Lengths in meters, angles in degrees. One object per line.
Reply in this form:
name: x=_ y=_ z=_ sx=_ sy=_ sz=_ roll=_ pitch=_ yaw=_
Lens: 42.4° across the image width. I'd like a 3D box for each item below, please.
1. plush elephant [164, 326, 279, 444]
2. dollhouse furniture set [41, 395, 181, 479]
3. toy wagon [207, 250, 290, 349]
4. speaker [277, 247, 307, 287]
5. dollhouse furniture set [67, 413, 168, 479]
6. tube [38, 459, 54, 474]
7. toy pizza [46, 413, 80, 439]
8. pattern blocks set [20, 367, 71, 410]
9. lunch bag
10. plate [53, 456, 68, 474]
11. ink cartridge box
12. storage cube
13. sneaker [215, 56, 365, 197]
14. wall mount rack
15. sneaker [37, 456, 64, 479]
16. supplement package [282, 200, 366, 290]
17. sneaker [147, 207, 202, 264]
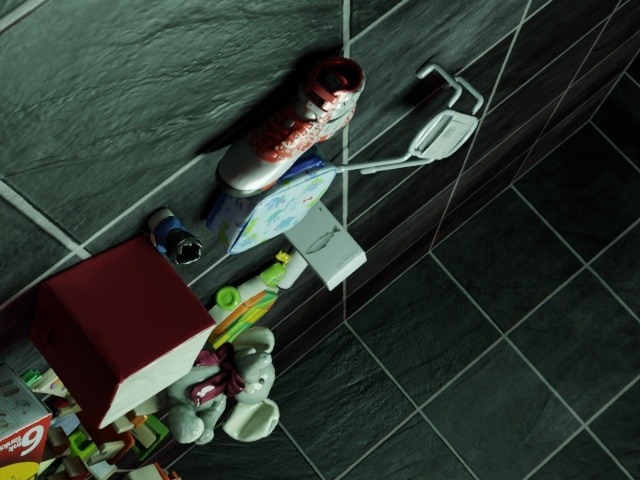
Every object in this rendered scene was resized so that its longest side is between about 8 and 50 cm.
plush elephant: x=-0.205 y=0.292 z=1.762 sx=0.255 sy=0.271 sz=0.330 roll=-11 pitch=159 yaw=-11
dollhouse furniture set: x=-0.407 y=0.411 z=1.648 sx=0.262 sy=0.259 sz=0.135 roll=-45 pitch=160 yaw=17
toy wagon: x=-0.194 y=0.160 z=1.965 sx=0.344 sy=0.068 sz=0.267 roll=-41 pitch=168 yaw=4
speaker: x=-0.066 y=0.061 z=2.030 sx=0.055 sy=0.055 sz=0.136 roll=-28 pitch=162 yaw=-45
dollhouse furniture set: x=-0.413 y=0.394 z=1.860 sx=0.301 sy=0.151 sz=0.197 roll=-48 pitch=176 yaw=26
tube: x=-0.659 y=0.514 z=1.862 sx=0.070 sy=0.062 sz=0.240 roll=2 pitch=-168 yaw=24
toy pizza: x=-0.594 y=0.416 z=1.756 sx=0.201 sy=0.032 sz=0.201 roll=-40 pitch=168 yaw=-10
pattern blocks set: x=-0.466 y=0.250 z=1.579 sx=0.285 sy=0.026 sz=0.325 roll=-42 pitch=167 yaw=6
lunch bag: x=-0.082 y=-0.079 z=1.429 sx=0.219 sy=0.090 sz=0.176 roll=-28 pitch=164 yaw=-43
plate: x=-0.616 y=0.575 z=2.048 sx=0.278 sy=0.045 sz=0.277 roll=-57 pitch=178 yaw=-36
ink cartridge box: x=-0.599 y=0.378 z=1.281 sx=0.309 sy=0.130 sz=0.271 roll=-27 pitch=150 yaw=-47
storage cube: x=-0.311 y=0.142 z=1.281 sx=0.215 sy=0.193 sz=0.183 roll=-31 pitch=164 yaw=-39
sneaker: x=-0.042 y=-0.178 z=1.221 sx=0.270 sy=0.090 sz=0.145 roll=-37 pitch=166 yaw=-32
wall mount rack: x=0.186 y=-0.214 z=1.696 sx=0.304 sy=0.130 sz=0.350 roll=-49 pitch=165 yaw=18
sneaker: x=-0.667 y=0.550 z=1.977 sx=0.058 sy=0.052 sz=0.135 roll=-54 pitch=172 yaw=24
supplement package: x=0.000 y=0.000 z=1.730 sx=0.105 sy=0.179 sz=0.105 roll=-40 pitch=167 yaw=-4
sneaker: x=-0.228 y=0.010 z=1.320 sx=0.058 sy=0.084 sz=0.152 roll=-37 pitch=167 yaw=-16
